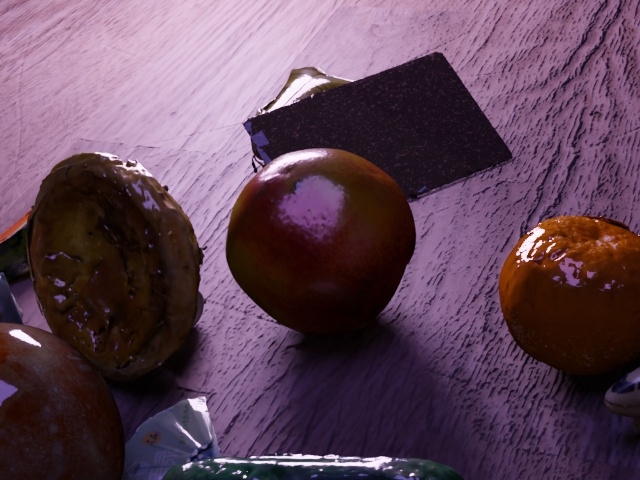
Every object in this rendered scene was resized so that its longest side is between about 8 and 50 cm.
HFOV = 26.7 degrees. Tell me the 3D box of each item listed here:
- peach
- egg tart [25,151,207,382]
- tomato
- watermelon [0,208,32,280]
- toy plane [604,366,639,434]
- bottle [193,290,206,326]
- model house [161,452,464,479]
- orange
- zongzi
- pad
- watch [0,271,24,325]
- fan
[{"bbox_3d":[0.000,0.000,1.632,0.231,0.231,0.231,-7,35,5],"label":"peach"},{"bbox_3d":[-0.238,0.029,1.627,0.290,0.290,0.115,21,22,37],"label":"egg tart"},{"bbox_3d":[-0.347,0.205,1.419,0.270,0.222,0.270,-9,32,5],"label":"tomato"},{"bbox_3d":[-0.411,-0.009,1.892,0.119,0.063,0.245,-4,36,42],"label":"watermelon"},{"bbox_3d":[0.413,0.148,1.421,0.244,0.092,0.229,-16,37,-8],"label":"toy plane"},{"bbox_3d":[-0.246,0.058,1.744,0.217,0.060,0.060,20,44,34],"label":"bottle"},{"bbox_3d":[-0.020,0.352,1.102,0.312,0.245,0.280,-2,28,22],"label":"model house"},{"bbox_3d":[0.294,0.064,1.514,0.193,0.161,0.193,-1,32,1],"label":"orange"},{"bbox_3d":[-0.059,-0.196,2.029,0.205,0.094,0.204,-29,40,-24],"label":"zongzi"},{"bbox_3d":[0.081,-0.143,1.917,0.330,0.004,0.220,-21,62,-16],"label":"pad"},{"bbox_3d":[-0.497,0.080,1.617,0.253,0.241,0.161,-17,34,-10],"label":"watch"},{"bbox_3d":[-0.172,0.253,1.493,0.131,0.009,0.240,-6,35,10],"label":"fan"}]
